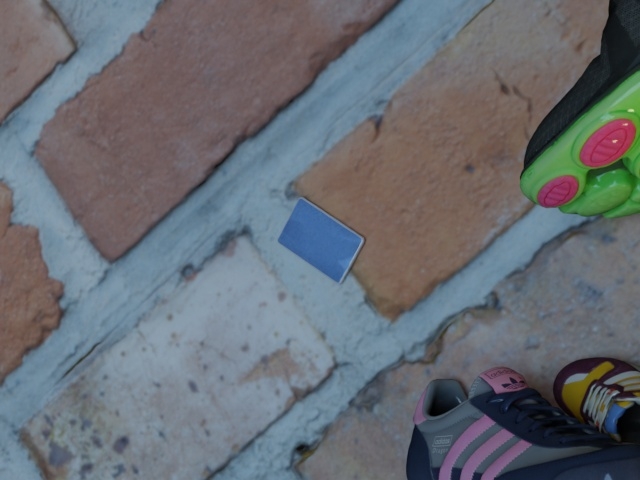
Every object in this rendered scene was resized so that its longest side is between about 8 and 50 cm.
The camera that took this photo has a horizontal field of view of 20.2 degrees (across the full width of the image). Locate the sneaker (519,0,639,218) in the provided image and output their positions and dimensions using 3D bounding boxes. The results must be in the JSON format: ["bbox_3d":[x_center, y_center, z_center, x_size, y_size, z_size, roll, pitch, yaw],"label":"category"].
[{"bbox_3d":[0.331,-0.220,1.532,0.483,0.185,0.202,-56,36,21],"label":"sneaker"}]

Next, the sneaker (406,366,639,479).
[{"bbox_3d":[0.174,0.172,1.562,0.319,0.112,0.131,-13,75,56],"label":"sneaker"}]

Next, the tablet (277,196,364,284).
[{"bbox_3d":[0.000,0.000,1.765,0.083,0.006,0.054,34,105,23],"label":"tablet"}]

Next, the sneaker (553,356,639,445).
[{"bbox_3d":[0.263,0.145,1.570,0.185,0.084,0.070,15,98,46],"label":"sneaker"}]
